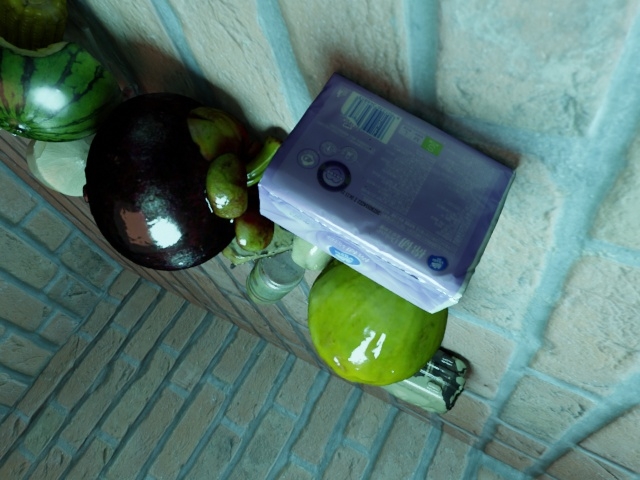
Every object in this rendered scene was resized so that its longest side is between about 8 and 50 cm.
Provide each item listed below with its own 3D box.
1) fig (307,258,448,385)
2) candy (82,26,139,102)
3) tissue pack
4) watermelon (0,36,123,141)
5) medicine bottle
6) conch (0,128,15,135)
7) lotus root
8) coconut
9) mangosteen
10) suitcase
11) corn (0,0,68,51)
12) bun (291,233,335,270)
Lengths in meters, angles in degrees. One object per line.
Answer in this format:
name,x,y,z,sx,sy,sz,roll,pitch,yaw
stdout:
fig,0.141,0.150,1.059,0.343,0.344,0.343,26,157,12
candy,-0.479,-0.337,1.119,0.124,0.124,0.366,21,147,24
tissue pack,0.103,-0.071,0.734,0.338,0.242,0.160,31,159,4
watermelon,-0.606,-0.306,0.956,0.330,0.190,0.331,20,158,8
medicine bottle,-0.155,0.118,1.549,0.151,0.151,0.322,34,157,-5
conch,-0.999,-0.430,1.494,0.245,0.178,0.163,34,124,39
lotus root,-0.140,-0.031,1.208,0.170,0.260,0.074,62,159,10
coconut,-0.790,-0.263,1.476,0.265,0.238,0.237,16,153,48
mangosteen,-0.281,-0.125,1.013,0.434,0.383,0.382,-3,155,-4
suitcase,0.320,0.469,1.609,0.351,0.194,0.339,23,158,20
corn,-0.640,-0.465,1.022,0.131,0.131,0.344,43,157,-24
bun,0.000,0.000,1.130,0.111,0.164,0.188,52,-178,22
